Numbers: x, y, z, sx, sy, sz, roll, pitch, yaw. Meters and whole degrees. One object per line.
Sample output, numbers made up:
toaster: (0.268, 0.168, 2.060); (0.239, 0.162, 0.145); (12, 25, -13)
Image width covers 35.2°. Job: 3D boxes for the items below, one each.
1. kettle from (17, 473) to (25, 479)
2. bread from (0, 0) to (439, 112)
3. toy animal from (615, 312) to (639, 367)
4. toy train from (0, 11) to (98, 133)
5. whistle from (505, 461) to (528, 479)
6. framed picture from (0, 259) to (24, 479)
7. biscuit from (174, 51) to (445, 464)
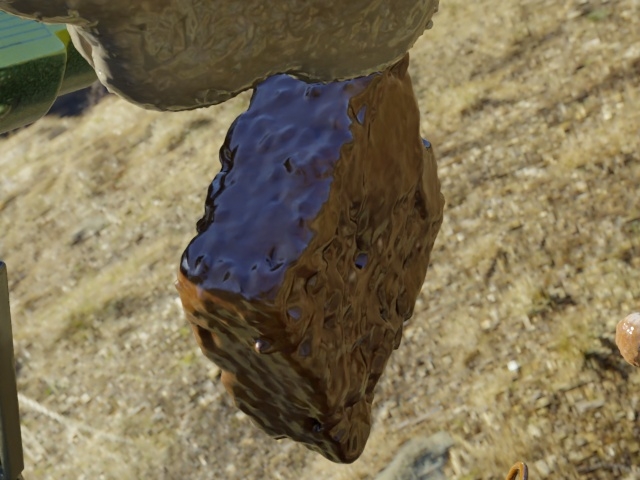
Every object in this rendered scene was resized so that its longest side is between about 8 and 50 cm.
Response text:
kettle: (-0.255, 0.289, 0.720); (0.208, 0.290, 0.268); (2, 25, -33)
bread: (-0.075, -0.167, 0.487); (0.183, 0.337, 0.102); (-42, 50, 9)
toy animal: (0.442, 0.172, 1.334); (0.184, 0.185, 0.104); (-49, 36, 29)
toy train: (-0.432, -0.241, 1.128); (0.442, 0.272, 0.179); (-29, -14, -43)
whistle: (0.149, 0.208, 0.797); (0.046, 0.057, 0.109); (-12, -9, -3)
framed picture: (-0.275, 0.021, 0.535); (0.266, 0.192, 0.018); (26, 48, 10)
biscuit: (0.000, 0.000, 1.109); (0.166, 0.342, 0.395); (5, 52, 25)
